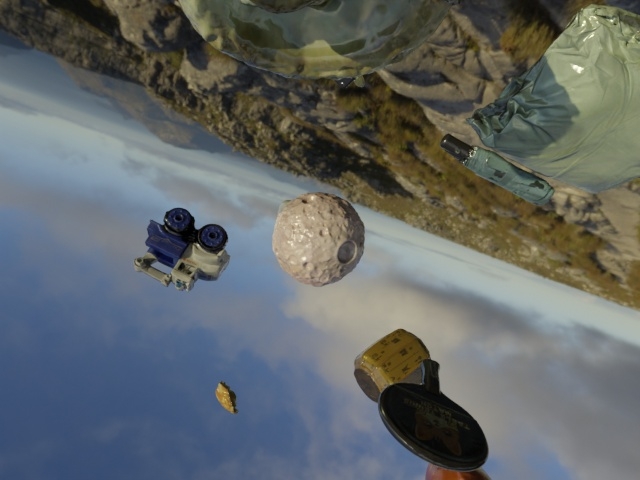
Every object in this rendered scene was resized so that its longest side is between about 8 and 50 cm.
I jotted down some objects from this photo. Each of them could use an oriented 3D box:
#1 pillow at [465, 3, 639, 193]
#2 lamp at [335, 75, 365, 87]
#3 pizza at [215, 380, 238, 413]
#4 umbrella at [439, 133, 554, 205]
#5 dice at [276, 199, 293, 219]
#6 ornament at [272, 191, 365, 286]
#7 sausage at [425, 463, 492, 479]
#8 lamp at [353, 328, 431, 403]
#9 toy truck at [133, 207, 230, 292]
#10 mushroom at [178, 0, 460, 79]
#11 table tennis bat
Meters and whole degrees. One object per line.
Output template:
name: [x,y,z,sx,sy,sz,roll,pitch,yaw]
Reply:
pillow: [0.416,-0.190,0.610,0.310,0.138,0.283,21,160,-11]
lamp: [0.087,-0.634,1.400,0.203,0.124,0.283,48,-152,-4]
pizza: [-0.352,0.591,1.548,0.036,0.099,0.160,-7,-168,-40]
umbrella: [0.357,-0.145,0.831,0.250,0.052,0.053,29,173,-2]
dice: [-0.053,-0.045,1.488,0.193,0.191,0.194,5,-171,-21]
ornament: [0.000,0.000,1.109,0.259,0.259,0.225,15,-175,-41]
sausage: [0.263,0.473,0.774,0.133,0.133,0.258,20,169,15]
lamp: [0.190,0.332,1.081,0.185,0.161,0.161,-30,-148,-26]
toy truck: [-0.345,0.036,1.039,0.213,0.177,0.161,26,150,-3]
mushroom: [-0.035,-0.247,0.330,0.267,0.189,0.164,2,163,-38]
table tennis bat: [0.158,0.236,0.585,0.150,0.027,0.236,21,-165,10]
